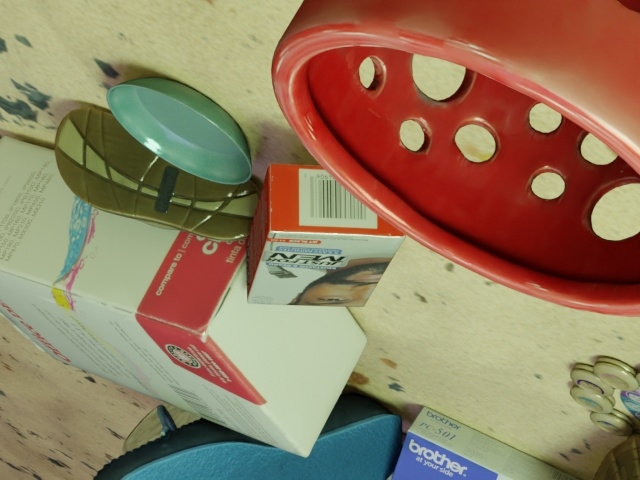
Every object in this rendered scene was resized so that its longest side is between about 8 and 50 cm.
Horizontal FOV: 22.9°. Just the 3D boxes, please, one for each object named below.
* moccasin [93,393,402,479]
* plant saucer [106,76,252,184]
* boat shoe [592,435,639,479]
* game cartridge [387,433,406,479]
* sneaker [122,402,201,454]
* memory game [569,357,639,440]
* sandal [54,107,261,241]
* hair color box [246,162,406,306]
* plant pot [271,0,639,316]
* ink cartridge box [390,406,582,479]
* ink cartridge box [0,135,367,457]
[{"bbox_3d":[-0.078,0.214,1.468,0.342,0.138,0.117,-3,-159,-42],"label":"moccasin"},{"bbox_3d":[-0.097,-0.083,1.138,0.119,0.021,0.119,26,160,10],"label":"plant saucer"},{"bbox_3d":[0.284,0.235,1.268,0.123,0.123,0.342,1,155,-15],"label":"boat shoe"},{"bbox_3d":[0.163,0.284,1.639,0.294,0.060,0.196,19,162,26],"label":"game cartridge"},{"bbox_3d":[-0.073,0.299,1.822,0.323,0.130,0.236,-5,127,53],"label":"sneaker"},{"bbox_3d":[0.273,0.142,1.199,0.186,0.012,0.186,26,160,10],"label":"memory game"},{"bbox_3d":[-0.124,-0.045,1.220,0.180,0.072,0.049,21,180,11],"label":"sandal"},{"bbox_3d":[0.000,0.000,1.115,0.093,0.053,0.167,2,163,-7],"label":"hair color box"},{"bbox_3d":[0.100,-0.089,0.632,0.191,0.174,0.191,25,160,10],"label":"plant pot"},{"bbox_3d":[0.170,0.244,1.475,0.207,0.046,0.097,25,126,13],"label":"ink cartridge box"},{"bbox_3d":[-0.143,0.045,1.353,0.306,0.131,0.226,18,158,32],"label":"ink cartridge box"}]
